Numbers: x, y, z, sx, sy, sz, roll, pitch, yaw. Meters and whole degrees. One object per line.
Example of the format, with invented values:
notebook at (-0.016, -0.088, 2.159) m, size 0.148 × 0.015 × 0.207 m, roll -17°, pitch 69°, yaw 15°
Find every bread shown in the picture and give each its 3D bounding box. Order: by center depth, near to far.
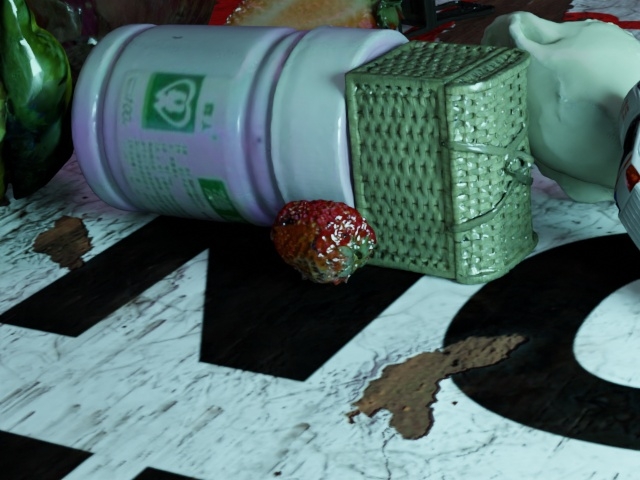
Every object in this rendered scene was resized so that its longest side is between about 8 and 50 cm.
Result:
bread at (-0.389, -0.170, 1.525) m, size 0.208 × 0.251 × 0.376 m, roll -30°, pitch -5°, yaw -10°

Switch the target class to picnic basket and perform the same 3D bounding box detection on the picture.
picnic basket at (0.126, -0.077, 1.343) m, size 0.154 × 0.196 × 0.134 m, roll 8°, pitch 24°, yaw 34°

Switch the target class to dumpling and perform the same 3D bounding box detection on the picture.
dumpling at (0.256, -0.121, 1.402) m, size 0.258 × 0.193 × 0.147 m, roll 41°, pitch 63°, yaw 8°

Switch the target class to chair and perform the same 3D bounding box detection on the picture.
chair at (0.154, -0.375, 2.160) m, size 0.229 × 0.113 × 0.106 m, roll -25°, pitch 31°, yaw -31°

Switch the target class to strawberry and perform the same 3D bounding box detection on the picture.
strawberry at (0.000, 0.000, 1.335) m, size 0.096 × 0.083 × 0.083 m, roll 33°, pitch 33°, yaw 8°
strawberry at (0.005, -0.320, 2.016) m, size 0.286 × 0.188 × 0.106 m, roll -19°, pitch -15°, yaw 10°

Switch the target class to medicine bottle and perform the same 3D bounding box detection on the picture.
medicine bottle at (-0.073, -0.120, 1.480) m, size 0.325 × 0.212 × 0.212 m, roll 6°, pitch 26°, yaw 28°

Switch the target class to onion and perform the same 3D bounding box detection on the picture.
onion at (-0.307, -0.334, 1.929) m, size 0.353 × 0.353 × 0.353 m, roll -6°, pitch 23°, yaw 2°

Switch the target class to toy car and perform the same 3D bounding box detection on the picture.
toy car at (0.307, -0.044, 1.228) m, size 0.108 × 0.089 × 0.210 m, roll -24°, pitch 68°, yaw -13°
